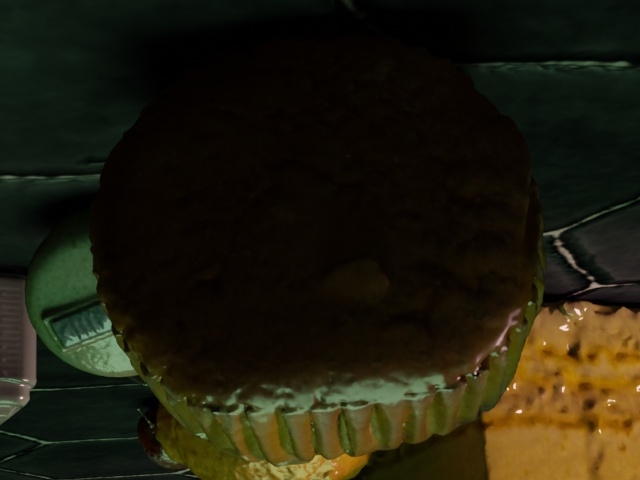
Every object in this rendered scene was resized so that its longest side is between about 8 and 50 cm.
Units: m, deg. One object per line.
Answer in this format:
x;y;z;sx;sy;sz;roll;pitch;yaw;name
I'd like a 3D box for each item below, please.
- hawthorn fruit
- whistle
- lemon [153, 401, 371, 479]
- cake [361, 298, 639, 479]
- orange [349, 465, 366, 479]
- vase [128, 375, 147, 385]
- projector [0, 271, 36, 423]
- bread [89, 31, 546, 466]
-0.149;0.181;1.231;0.067;0.066;0.103;-13;157;22;hawthorn fruit
-0.076;0.016;0.743;0.198;0.057;0.104;-19;114;12;whistle
-0.036;0.125;0.978;0.187;0.142;0.142;-10;160;10;lemon
0.166;0.211;1.052;0.222;0.286;0.227;5;159;-26;cake
0.022;0.261;1.275;0.236;0.236;0.236;-5;161;-2;orange
-0.111;0.053;0.878;0.059;0.059;0.167;-2;161;-8;vase
-0.332;0.084;0.849;0.257;0.099;0.192;6;160;-27;projector
0.000;0.001;0.564;0.199;0.199;0.104;-6;159;2;bread
